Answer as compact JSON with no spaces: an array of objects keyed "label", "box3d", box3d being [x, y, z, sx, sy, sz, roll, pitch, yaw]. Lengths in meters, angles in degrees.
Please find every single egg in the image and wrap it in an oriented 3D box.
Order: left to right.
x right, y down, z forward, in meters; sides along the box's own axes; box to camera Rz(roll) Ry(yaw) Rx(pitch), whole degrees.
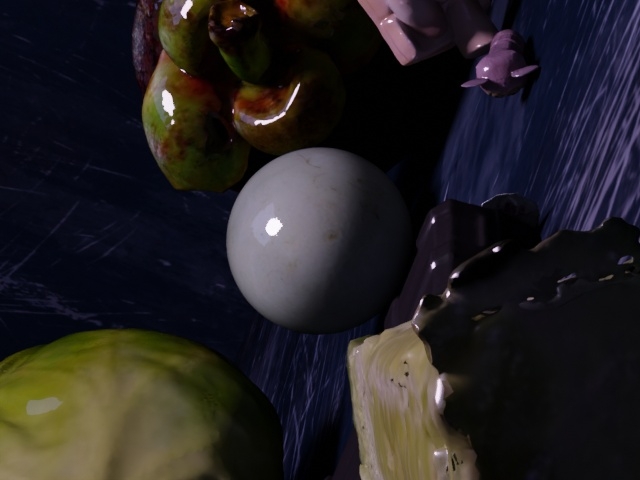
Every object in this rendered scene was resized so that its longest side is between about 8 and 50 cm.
[{"label":"egg","box3d":[0.000,0.000,1.569,0.192,0.149,0.149,-25,-45,-83]}]

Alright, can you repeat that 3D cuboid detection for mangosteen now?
[{"label":"mangosteen","box3d":[-0.026,-0.174,1.704,0.311,0.311,0.311,-161,90,-86]}]

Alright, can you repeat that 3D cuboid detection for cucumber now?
[{"label":"cucumber","box3d":[0.069,0.075,0.711,0.325,0.105,0.145,151,111,-83]}]

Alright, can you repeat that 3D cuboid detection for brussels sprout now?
[{"label":"brussels sprout","box3d":[-0.199,0.249,1.668,0.425,0.342,0.361,136,148,-57]}]

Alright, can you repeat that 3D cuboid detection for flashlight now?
[{"label":"flashlight","box3d":[0.124,-0.117,1.311,0.110,0.052,0.031,-65,-40,-69]}]

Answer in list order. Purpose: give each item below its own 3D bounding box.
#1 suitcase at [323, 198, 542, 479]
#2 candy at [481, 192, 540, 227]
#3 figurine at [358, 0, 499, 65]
[{"label":"suitcase","box3d":[0.039,0.140,1.004,0.206,0.066,0.285,-82,12,-65]},{"label":"candy","box3d":[0.084,0.025,1.122,0.043,0.045,0.175,66,149,30]},{"label":"figurine","box3d":[0.111,-0.242,1.413,0.162,0.141,0.236,-28,-20,-44]}]
